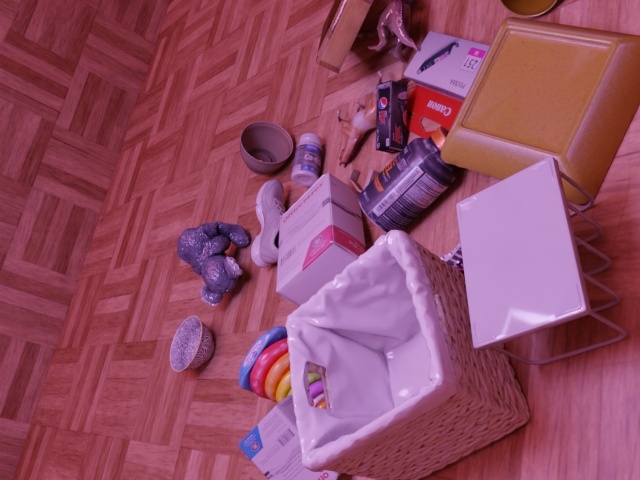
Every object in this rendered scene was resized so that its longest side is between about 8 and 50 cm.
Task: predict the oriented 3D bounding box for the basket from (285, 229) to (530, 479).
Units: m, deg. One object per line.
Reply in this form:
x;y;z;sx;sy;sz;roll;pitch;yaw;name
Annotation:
0.146;0.223;1.245;0.331;0.266;0.328;-42;40;31;basket

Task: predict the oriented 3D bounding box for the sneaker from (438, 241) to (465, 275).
0.282;0.052;1.357;0.170;0.063;0.074;-38;41;40;sneaker

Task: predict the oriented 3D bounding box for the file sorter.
0.368;0.046;1.144;0.193;0.173;0.277;-29;47;39;file sorter

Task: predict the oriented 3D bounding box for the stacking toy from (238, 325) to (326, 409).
-0.030;0.342;1.535;0.302;0.166;0.175;37;95;41;stacking toy

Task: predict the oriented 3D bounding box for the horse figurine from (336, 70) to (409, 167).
0.123;-0.333;1.813;0.263;0.066;0.174;-35;42;36;horse figurine

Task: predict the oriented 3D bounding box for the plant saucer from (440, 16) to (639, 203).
0.411;-0.272;1.294;0.333;0.081;0.332;25;89;39;plant saucer

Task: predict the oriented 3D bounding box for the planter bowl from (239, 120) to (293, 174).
-0.175;-0.269;2.108;0.109;0.162;0.162;117;158;-55;planter bowl

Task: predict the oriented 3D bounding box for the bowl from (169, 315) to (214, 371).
-0.367;0.314;2.034;0.170;0.080;0.170;-30;47;39;bowl

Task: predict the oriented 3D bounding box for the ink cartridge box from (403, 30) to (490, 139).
0.285;-0.358;1.620;0.239;0.060;0.275;-58;35;7;ink cartridge box

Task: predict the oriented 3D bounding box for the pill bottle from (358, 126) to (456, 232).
0.209;-0.136;1.515;0.245;0.130;0.130;-45;38;25;pill bottle

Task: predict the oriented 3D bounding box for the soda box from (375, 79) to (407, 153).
0.175;-0.304;1.693;0.053;0.060;0.169;-4;83;52;soda box

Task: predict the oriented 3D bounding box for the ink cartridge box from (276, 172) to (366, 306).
0.000;0.000;1.675;0.207;0.117;0.283;-43;28;28;ink cartridge box

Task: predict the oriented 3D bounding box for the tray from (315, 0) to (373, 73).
0.065;-0.620;1.906;0.411;0.076;0.203;-86;21;-62;tray

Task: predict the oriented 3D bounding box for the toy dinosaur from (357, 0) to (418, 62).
0.196;-0.588;1.786;0.295;0.127;0.200;-107;39;-62;toy dinosaur

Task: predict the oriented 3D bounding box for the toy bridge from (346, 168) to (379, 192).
0.127;-0.144;1.720;0.188;0.026;0.063;14;82;55;toy bridge

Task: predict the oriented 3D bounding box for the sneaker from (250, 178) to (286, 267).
-0.116;-0.054;1.941;0.121;0.099;0.262;-12;67;41;sneaker

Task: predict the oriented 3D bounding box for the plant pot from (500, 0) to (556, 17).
0.457;-0.566;1.481;0.134;0.134;0.095;-22;28;45;plant pot

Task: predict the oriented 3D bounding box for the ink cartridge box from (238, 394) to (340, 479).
-0.055;0.447;1.444;0.190;0.082;0.139;45;111;9;ink cartridge box

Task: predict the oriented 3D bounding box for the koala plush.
-0.312;0.072;2.042;0.196;0.203;0.221;-47;50;25;koala plush

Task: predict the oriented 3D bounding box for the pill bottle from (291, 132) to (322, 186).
-0.036;-0.229;1.945;0.078;0.078;0.137;-20;54;46;pill bottle
